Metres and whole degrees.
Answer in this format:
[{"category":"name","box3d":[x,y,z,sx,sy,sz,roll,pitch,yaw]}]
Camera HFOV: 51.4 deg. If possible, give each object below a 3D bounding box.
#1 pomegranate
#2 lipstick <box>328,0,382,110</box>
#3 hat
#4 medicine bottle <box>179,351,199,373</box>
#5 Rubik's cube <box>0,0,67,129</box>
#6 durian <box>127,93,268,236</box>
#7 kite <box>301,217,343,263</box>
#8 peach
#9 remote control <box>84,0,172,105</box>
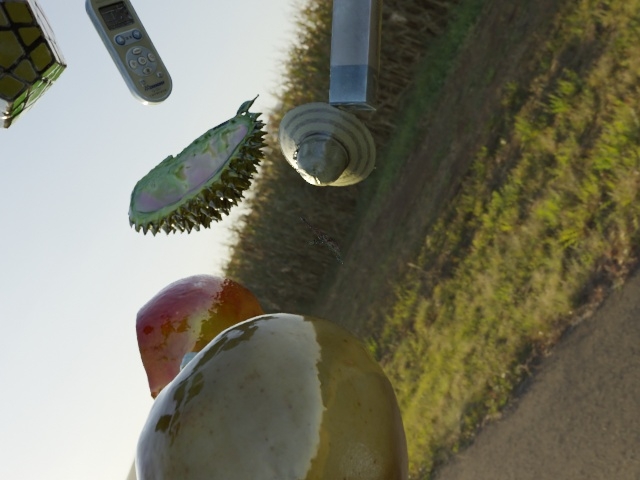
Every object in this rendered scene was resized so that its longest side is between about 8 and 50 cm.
[{"category":"pomegranate","box3d":[-0.035,0.178,0.534,0.233,0.233,0.233,-159,90,-86]},{"category":"lipstick","box3d":[0.061,-0.374,1.078,0.066,0.068,0.317,-3,-84,-68]},{"category":"hat","box3d":[0.004,-0.188,1.550,0.252,0.252,0.110,116,177,-50]},{"category":"medicine bottle","box3d":[-0.253,0.311,1.206,0.074,0.074,0.218,115,175,-49]},{"category":"Rubik's cube","box3d":[-0.665,-0.378,1.304,0.319,0.319,0.264,119,157,-63]},{"category":"durian","box3d":[-0.135,-0.068,0.815,0.221,0.095,0.137,-39,43,19]},{"category":"kite","box3d":[0.000,0.000,1.334,0.005,0.137,0.152,-48,-23,15]},{"category":"peach","box3d":[-0.271,0.227,1.597,0.380,0.306,0.242,-108,11,-57]},{"category":"remote control","box3d":[-0.369,-0.374,1.284,0.087,0.244,0.047,-32,10,-30]}]
